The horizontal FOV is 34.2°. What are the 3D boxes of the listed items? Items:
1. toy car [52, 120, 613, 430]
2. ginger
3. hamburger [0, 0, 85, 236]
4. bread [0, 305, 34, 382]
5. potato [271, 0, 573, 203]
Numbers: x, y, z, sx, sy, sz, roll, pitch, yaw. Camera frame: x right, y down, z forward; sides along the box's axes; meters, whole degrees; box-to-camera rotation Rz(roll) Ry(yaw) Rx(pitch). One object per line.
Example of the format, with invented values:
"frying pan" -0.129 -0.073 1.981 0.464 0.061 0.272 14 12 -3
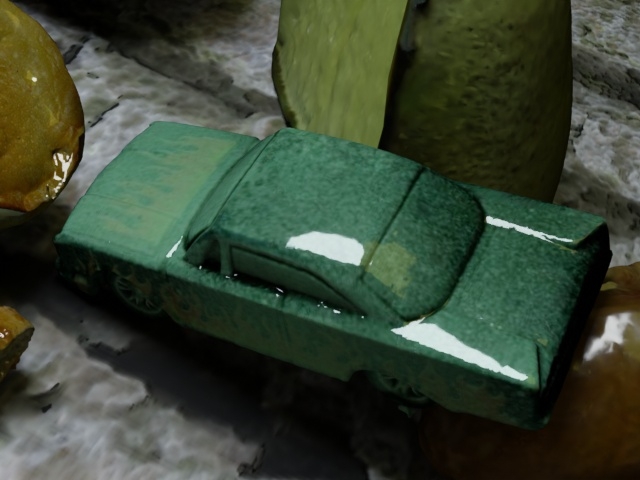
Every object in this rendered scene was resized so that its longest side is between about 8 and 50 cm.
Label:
"toy car" 0.000 0.000 0.619 0.321 0.097 0.141 15 51 22
"ginger" 0.226 0.097 0.641 0.321 0.165 0.172 11 74 1
"hamburger" -0.238 -0.066 0.627 0.177 0.113 0.185 15 64 -49
"bread" -0.245 0.064 0.533 0.136 0.054 0.154 28 33 4
"potato" 0.108 -0.155 0.785 0.213 0.280 0.330 3 40 -19
